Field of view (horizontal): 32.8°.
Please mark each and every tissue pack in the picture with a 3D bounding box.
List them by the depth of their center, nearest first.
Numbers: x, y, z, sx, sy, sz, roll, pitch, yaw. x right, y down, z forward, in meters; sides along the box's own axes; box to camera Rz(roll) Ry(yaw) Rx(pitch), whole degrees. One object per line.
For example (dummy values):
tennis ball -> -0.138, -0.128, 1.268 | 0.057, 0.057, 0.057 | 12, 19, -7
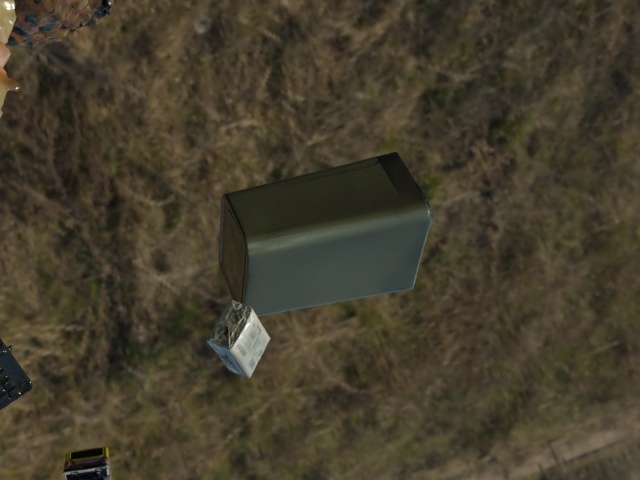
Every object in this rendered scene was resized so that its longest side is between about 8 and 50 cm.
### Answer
tissue pack -> -0.096, 0.117, 1.291 | 0.062, 0.042, 0.083 | -60, 155, -21

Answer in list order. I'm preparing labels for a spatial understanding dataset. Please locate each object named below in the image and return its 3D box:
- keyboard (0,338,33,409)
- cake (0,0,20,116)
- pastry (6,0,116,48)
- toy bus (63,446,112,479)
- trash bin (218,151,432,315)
keyboard -> -0.497, 0.090, 1.411 | 0.101, 0.309, 0.018 | -34, -170, -12
cake -> -0.482, -0.240, 1.022 | 0.293, 0.306, 0.314 | -11, 154, 25
pastry -> -0.492, -0.475, 1.593 | 0.405, 0.292, 0.337 | 11, 144, 2
toy bus -> -0.242, 0.275, 1.147 | 0.052, 0.102, 0.058 | -7, -161, -9
trash bin -> 0.000, 0.000, 1.390 | 0.241, 0.122, 0.164 | -13, 141, -17
